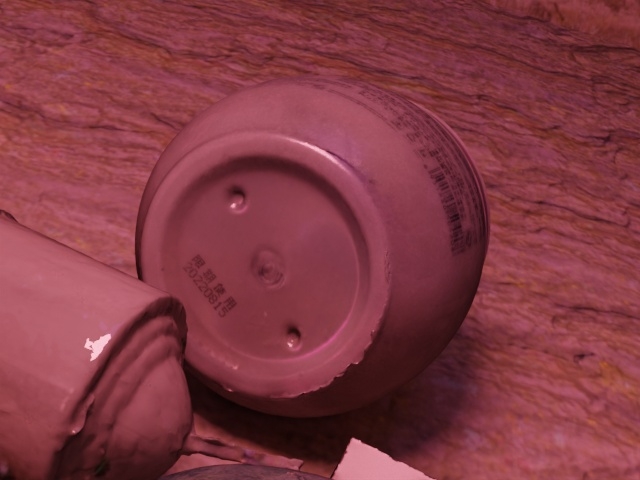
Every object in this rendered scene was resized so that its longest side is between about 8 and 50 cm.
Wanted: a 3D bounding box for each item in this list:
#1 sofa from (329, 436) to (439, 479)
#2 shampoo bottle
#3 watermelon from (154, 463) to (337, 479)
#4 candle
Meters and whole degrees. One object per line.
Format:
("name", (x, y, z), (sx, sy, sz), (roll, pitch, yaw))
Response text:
("sofa", (0.050, 0.196, 1.012), (0.085, 0.147, 0.060), (23, 70, 16))
("shampoo bottle", (0.000, 0.000, 1.221), (0.273, 0.273, 0.266), (24, 16, 16))
("watermelon", (-0.002, 0.192, 0.847), (0.321, 0.188, 0.175), (16, 44, 1))
("candle", (-0.175, 0.098, 1.009), (0.330, 0.187, 0.187), (24, 25, 15))
